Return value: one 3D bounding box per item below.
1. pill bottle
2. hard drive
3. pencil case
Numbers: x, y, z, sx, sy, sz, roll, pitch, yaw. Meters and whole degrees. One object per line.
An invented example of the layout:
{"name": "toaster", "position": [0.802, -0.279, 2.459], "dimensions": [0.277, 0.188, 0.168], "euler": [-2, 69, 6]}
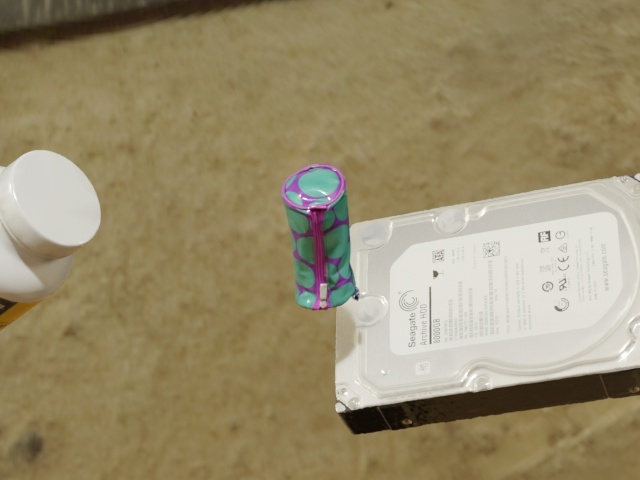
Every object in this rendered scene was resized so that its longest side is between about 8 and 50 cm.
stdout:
{"name": "pill bottle", "position": [-0.240, 0.011, 1.198], "dimensions": [0.103, 0.103, 0.184], "euler": [44, 129, -17]}
{"name": "hard drive", "position": [0.182, 0.064, 1.745], "dimensions": [0.339, 0.237, 0.064], "euler": [-10, 144, 17]}
{"name": "pencil case", "position": [0.000, 0.000, 1.642], "dimensions": [0.064, 0.070, 0.152], "euler": [-5, 133, 3]}
